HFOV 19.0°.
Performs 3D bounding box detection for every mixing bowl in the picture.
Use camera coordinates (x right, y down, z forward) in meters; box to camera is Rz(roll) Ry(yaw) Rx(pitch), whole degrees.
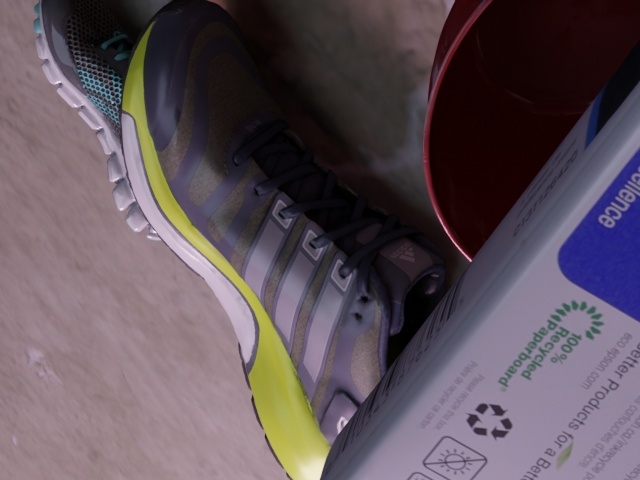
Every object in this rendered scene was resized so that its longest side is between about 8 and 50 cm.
[{"bbox_3d":[0.121,-0.073,0.803,0.098,0.181,0.181,-106,12,-55],"label":"mixing bowl"}]

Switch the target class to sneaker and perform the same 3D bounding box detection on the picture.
[{"bbox_3d":[0.000,0.000,1.028,0.121,0.111,0.300,-14,111,40],"label":"sneaker"},{"bbox_3d":[-0.101,-0.085,1.106,0.076,0.065,0.166,-21,104,35],"label":"sneaker"}]

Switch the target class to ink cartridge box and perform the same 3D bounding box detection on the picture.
[{"bbox_3d":[0.202,0.062,0.662,0.307,0.072,0.303,29,125,-8],"label":"ink cartridge box"}]
